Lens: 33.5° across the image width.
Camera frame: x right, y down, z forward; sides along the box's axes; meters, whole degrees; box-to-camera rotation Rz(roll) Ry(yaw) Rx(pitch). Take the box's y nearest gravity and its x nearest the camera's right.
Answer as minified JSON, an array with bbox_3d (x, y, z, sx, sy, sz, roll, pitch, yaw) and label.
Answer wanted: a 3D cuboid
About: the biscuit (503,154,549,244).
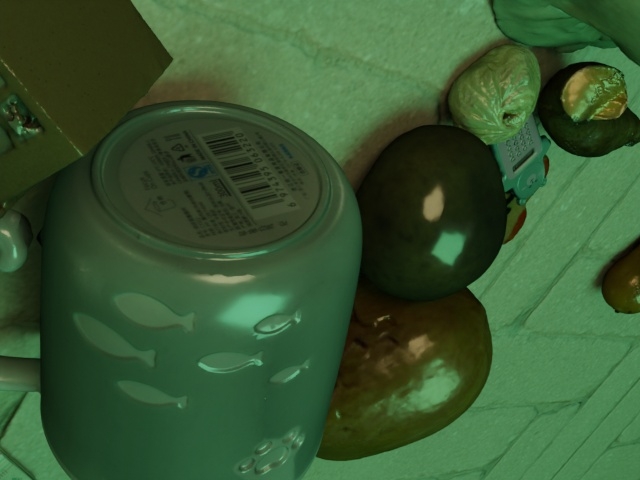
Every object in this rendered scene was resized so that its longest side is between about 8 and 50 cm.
[{"bbox_3d":[0.171,-0.021,1.281,0.250,0.036,0.165,-18,140,-33],"label":"biscuit"}]

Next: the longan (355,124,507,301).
[{"bbox_3d":[0.112,-0.027,1.101,0.167,0.167,0.187,-4,108,-44],"label":"longan"}]

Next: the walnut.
[{"bbox_3d":[0.054,0.146,1.206,0.298,0.203,0.203,-33,147,-2],"label":"walnut"}]

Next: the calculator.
[{"bbox_3d":[0.231,-0.099,1.234,0.094,0.019,0.141,-43,135,-14],"label":"calculator"}]

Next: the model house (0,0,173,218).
[{"bbox_3d":[-0.256,-0.094,0.671,0.248,0.181,0.176,-26,111,24],"label":"model house"}]

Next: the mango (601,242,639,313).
[{"bbox_3d":[0.521,0.053,1.694,0.159,0.084,0.105,-41,154,0],"label":"mango"}]

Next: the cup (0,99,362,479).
[{"bbox_3d":[-0.149,0.044,0.863,0.357,0.259,0.274,5,132,-10],"label":"cup"}]

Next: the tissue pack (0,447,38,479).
[{"bbox_3d":[-0.328,0.246,1.080,0.056,0.023,0.108,-34,147,-12],"label":"tissue pack"}]

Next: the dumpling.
[{"bbox_3d":[0.331,-0.267,1.026,0.321,0.270,0.211,32,82,-33],"label":"dumpling"}]

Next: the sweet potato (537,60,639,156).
[{"bbox_3d":[0.320,-0.139,1.228,0.112,0.085,0.286,-6,167,28],"label":"sweet potato"}]

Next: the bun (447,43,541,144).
[{"bbox_3d":[0.190,-0.148,1.118,0.115,0.069,0.115,-29,147,-21],"label":"bun"}]
